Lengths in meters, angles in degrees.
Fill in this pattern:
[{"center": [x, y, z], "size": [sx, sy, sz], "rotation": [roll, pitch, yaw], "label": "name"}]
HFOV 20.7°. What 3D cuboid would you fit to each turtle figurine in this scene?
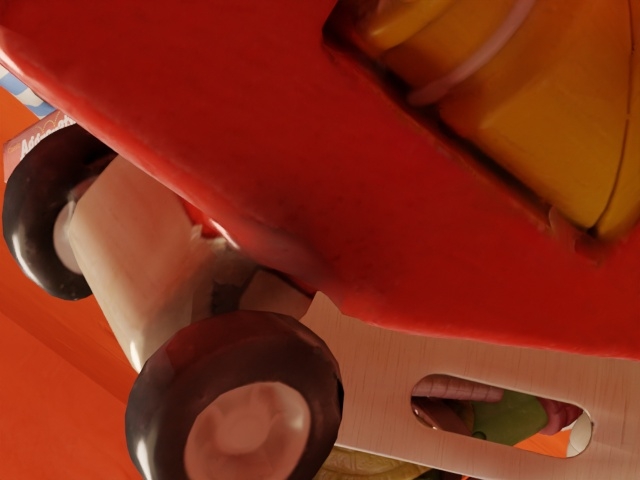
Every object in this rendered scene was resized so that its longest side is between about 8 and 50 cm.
[{"center": [0.084, 0.159, 1.034], "size": [0.274, 0.266, 0.198], "rotation": [48, 144, 2], "label": "turtle figurine"}]

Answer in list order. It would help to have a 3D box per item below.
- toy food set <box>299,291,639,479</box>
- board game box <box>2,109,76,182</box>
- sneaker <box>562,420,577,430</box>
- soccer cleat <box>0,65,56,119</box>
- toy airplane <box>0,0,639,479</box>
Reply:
[{"center": [0.090, 0.060, 0.837], "size": [0.220, 0.092, 0.306], "rotation": [12, -172, 6], "label": "toy food set"}, {"center": [-0.039, -0.071, 0.896], "size": [0.145, 0.027, 0.281], "rotation": [1, 167, -35], "label": "board game box"}, {"center": [0.093, 0.065, 1.207], "size": [0.212, 0.080, 0.094], "rotation": [16, -155, 8], "label": "sneaker"}, {"center": [-0.137, -0.115, 1.081], "size": [0.143, 0.116, 0.331], "rotation": [37, 175, 19], "label": "soccer cleat"}, {"center": [0.119, -0.053, 0.553], "size": [0.386, 0.272, 0.384], "rotation": [26, -160, 10], "label": "toy airplane"}]
